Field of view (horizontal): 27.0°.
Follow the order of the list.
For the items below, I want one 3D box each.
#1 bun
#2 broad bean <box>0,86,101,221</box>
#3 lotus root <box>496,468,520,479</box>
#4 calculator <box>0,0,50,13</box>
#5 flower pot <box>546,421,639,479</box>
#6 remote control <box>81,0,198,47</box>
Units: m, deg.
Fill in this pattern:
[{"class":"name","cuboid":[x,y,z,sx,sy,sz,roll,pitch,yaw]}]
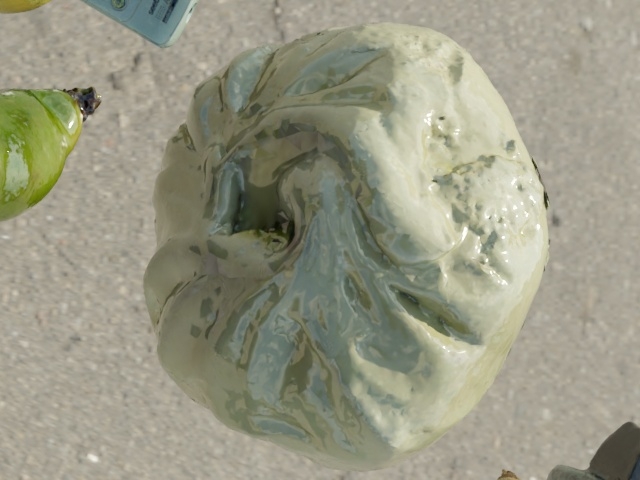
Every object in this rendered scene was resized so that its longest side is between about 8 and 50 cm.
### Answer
[{"class":"bun","cuboid":[0.000,0.000,1.040,0.211,0.359,0.360,17,82,-49]},{"class":"broad bean","cuboid":[-0.127,-0.019,0.415,0.052,0.256,0.052,-30,95,14]},{"class":"lotus root","cuboid":[0.168,0.260,1.188,0.072,0.063,0.152,54,25,-31]},{"class":"calculator","cuboid":[-0.261,-0.266,1.271,0.146,0.235,0.032,-44,122,-24]},{"class":"flower pot","cuboid":[0.356,0.365,1.430,0.299,0.299,0.283,31,82,-32]},{"class":"remote control","cuboid":[-0.123,-0.155,0.727,0.124,0.018,0.053,32,107,5]}]
